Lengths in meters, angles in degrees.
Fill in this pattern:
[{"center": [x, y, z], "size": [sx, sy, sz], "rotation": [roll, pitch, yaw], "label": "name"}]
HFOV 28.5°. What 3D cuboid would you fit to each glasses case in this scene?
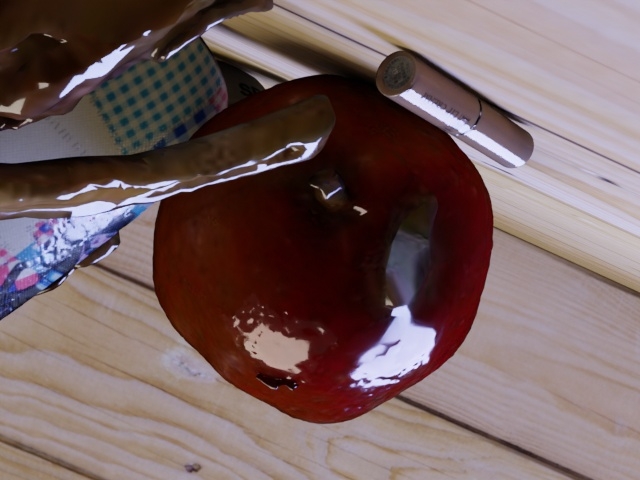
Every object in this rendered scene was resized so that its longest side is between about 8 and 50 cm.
[{"center": [-0.199, -0.018, 0.705], "size": [0.125, 0.327, 0.076], "rotation": [49, -173, -44], "label": "glasses case"}]

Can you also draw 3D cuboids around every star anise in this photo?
[{"center": [-0.171, -0.071, 0.414], "size": [0.293, 0.108, 0.349], "rotation": [1, 166, 31], "label": "star anise"}]

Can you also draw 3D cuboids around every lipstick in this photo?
[{"center": [0.054, -0.049, 0.485], "size": [0.019, 0.019, 0.094], "rotation": [26, -177, 39], "label": "lipstick"}]

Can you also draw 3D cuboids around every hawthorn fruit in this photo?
[{"center": [0.000, 0.000, 0.642], "size": [0.185, 0.185, 0.202], "rotation": [24, 168, 2], "label": "hawthorn fruit"}]

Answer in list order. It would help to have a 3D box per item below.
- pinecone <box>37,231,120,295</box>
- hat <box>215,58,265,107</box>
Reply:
[{"center": [-0.287, -0.091, 0.850], "size": [0.298, 0.242, 0.296], "rotation": [38, -160, 33], "label": "pinecone"}, {"center": [-0.045, -0.099, 0.979], "size": [0.175, 0.084, 0.147], "rotation": [-4, 151, 41], "label": "hat"}]
